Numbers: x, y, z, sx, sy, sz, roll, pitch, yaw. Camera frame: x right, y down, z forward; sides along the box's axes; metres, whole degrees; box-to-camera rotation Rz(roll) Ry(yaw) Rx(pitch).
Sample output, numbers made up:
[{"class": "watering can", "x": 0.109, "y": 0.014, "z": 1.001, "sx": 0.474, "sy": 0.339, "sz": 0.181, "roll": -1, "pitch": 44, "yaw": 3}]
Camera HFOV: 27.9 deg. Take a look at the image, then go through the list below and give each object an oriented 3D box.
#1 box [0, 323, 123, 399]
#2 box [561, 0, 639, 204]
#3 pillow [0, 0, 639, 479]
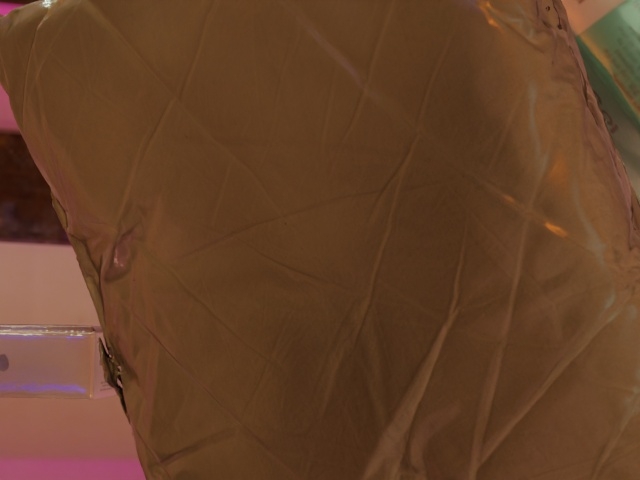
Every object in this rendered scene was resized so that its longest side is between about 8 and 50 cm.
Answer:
[{"class": "box", "x": -0.205, "y": 0.085, "z": 0.925, "sx": 0.130, "sy": 0.129, "sz": 0.051, "roll": 30, "pitch": -120, "yaw": -81}, {"class": "box", "x": 0.174, "y": -0.115, "z": 0.828, "sx": 0.205, "sy": 0.118, "sz": 0.311, "roll": 56, "pitch": 175, "yaw": 7}, {"class": "pillow", "x": 0.001, "y": -0.002, "z": 0.522, "sx": 0.274, "sy": 0.076, "sz": 0.280, "roll": -16, "pitch": 95, "yaw": 36}]
